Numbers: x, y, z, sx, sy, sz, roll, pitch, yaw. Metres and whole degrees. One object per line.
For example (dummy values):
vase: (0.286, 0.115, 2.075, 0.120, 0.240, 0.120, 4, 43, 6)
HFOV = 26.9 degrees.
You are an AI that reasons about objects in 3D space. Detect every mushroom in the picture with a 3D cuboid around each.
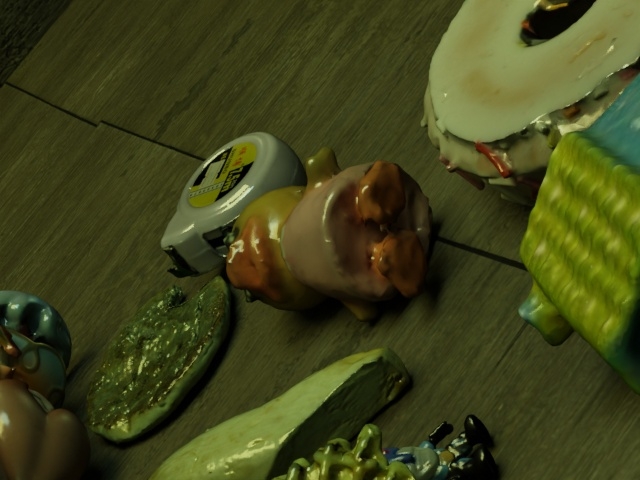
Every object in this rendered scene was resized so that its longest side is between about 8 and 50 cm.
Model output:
mushroom: (-0.057, 0.214, 1.373, 0.333, 0.087, 0.107, -30, 33, 24)

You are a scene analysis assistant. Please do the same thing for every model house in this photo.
model house: (0.295, -0.011, 1.041, 0.303, 0.215, 0.237, -48, 18, 9)

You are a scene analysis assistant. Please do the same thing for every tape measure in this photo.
tape measure: (-0.099, -0.047, 1.723, 0.178, 0.105, 0.196, -15, 38, 40)

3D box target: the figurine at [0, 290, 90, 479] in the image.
figurine: (-0.415, 0.232, 1.665, 0.248, 0.276, 0.388, -29, 30, -4)

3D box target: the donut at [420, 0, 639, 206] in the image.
donut: (0.277, -0.192, 1.359, 0.383, 0.142, 0.382, -34, 32, 25)

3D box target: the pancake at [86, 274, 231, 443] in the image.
pancake: (-0.206, 0.149, 1.695, 0.254, 0.037, 0.253, -34, 32, 25)

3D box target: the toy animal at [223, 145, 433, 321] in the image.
toy animal: (0.001, -0.001, 1.484, 0.281, 0.195, 0.169, -15, 3, 39)

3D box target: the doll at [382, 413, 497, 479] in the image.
doll: (0.065, 0.222, 1.216, 0.195, 0.070, 0.096, -25, 35, 16)

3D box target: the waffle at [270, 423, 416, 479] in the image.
waffle: (0.016, 0.284, 1.158, 0.223, 0.054, 0.204, -47, 58, 16)
